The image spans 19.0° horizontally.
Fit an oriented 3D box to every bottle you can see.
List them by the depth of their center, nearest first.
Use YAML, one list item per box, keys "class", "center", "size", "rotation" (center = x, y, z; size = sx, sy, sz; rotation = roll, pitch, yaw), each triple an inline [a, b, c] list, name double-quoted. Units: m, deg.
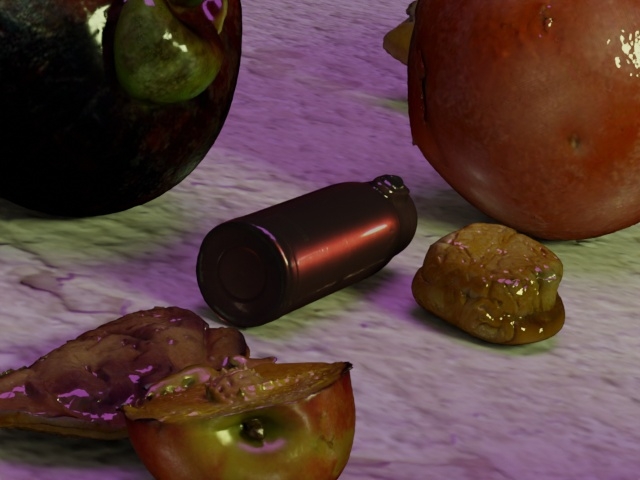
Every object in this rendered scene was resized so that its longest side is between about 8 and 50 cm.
- class: "bottle"
  center: [0.000, 0.000, 1.017]
  size: [0.060, 0.060, 0.164]
  rotation: [18, 19, 24]

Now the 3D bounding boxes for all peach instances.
- class: "peach"
  center: [-0.031, 0.080, 0.757]
  size: [0.098, 0.061, 0.098]
  rotation: [-10, 5, 1]

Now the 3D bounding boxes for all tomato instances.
- class: "tomato"
  center: [0.148, -0.104, 1.188]
  size: [0.184, 0.208, 0.208]
  rotation: [0, 14, 21]

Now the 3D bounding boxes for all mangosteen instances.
- class: "mangosteen"
  center: [-0.132, -0.131, 1.058]
  size: [0.216, 0.216, 0.216]
  rotation: [9, 18, -3]

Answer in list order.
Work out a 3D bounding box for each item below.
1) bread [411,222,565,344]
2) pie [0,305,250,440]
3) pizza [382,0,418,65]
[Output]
- class: "bread"
  center: [0.091, 0.024, 1.018]
  size: [0.083, 0.046, 0.081]
  rotation: [13, 24, 4]
- class: "pie"
  center: [-0.084, 0.058, 0.834]
  size: [0.092, 0.034, 0.170]
  rotation: [12, 17, 18]
- class: "pizza"
  center: [0.219, -0.123, 1.479]
  size: [0.258, 0.087, 0.268]
  rotation: [28, 25, 33]
